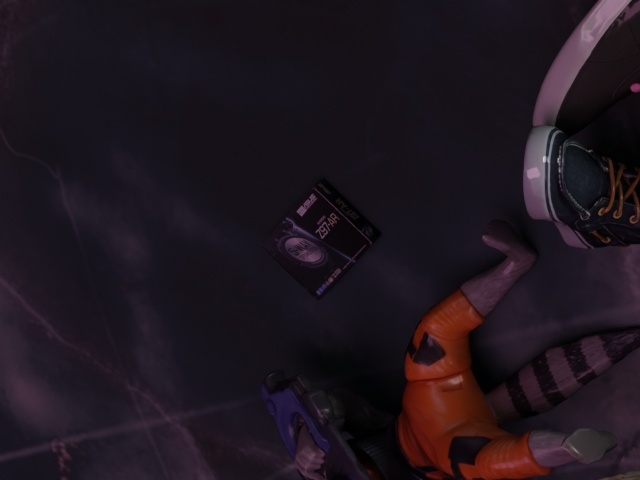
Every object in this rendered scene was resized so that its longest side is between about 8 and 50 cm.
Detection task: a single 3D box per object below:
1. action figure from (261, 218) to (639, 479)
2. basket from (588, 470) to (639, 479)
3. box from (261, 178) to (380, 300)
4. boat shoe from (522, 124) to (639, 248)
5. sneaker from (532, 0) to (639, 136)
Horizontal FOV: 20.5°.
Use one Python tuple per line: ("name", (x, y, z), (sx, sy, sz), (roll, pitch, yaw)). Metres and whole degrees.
("action figure", (0.118, 0.198, 1.384), (0.330, 0.179, 0.341), (-50, 61, 43))
("basket", (0.362, 0.305, 1.159), (0.331, 0.266, 0.328), (-18, 138, 32))
("box", (0.000, 0.000, 1.437), (0.067, 0.018, 0.083), (44, 128, 1))
("boat shoe", (0.198, -0.036, 1.226), (0.083, 0.183, 0.065), (3, 79, 23))
("sneaker", (0.265, -0.136, 1.159), (0.147, 0.104, 0.295), (43, 125, 6))
